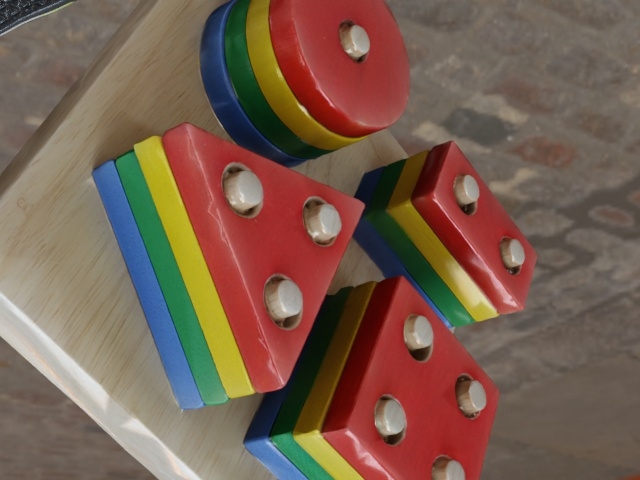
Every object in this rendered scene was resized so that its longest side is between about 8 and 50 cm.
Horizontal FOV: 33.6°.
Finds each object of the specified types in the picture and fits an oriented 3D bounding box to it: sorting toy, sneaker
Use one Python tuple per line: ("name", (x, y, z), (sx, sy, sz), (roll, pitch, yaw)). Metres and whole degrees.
("sorting toy", (0.000, 0.000, 0.507), (0.089, 0.257, 0.255), (-18, 123, 38))
("sneaker", (-0.370, -0.285, 1.253), (0.235, 0.084, 0.097), (-17, -167, -8))
